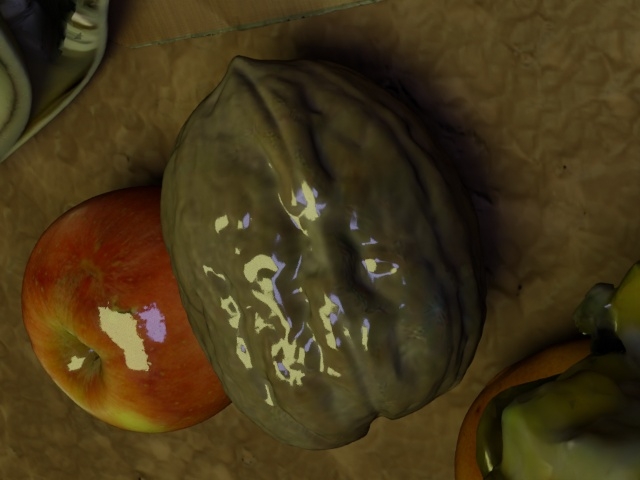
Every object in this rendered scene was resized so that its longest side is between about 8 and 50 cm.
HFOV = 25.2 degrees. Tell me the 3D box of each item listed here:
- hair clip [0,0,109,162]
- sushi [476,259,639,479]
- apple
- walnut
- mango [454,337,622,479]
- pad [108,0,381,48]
[{"bbox_3d":[-0.214,-0.156,0.897,0.172,0.113,0.282,55,152,-3],"label":"hair clip"},{"bbox_3d":[0.237,0.167,0.666,0.285,0.328,0.328,-14,124,34],"label":"sushi"},{"bbox_3d":[-0.108,0.043,0.930,0.163,0.139,0.163,29,139,29],"label":"apple"},{"bbox_3d":[0.000,0.000,0.816,0.178,0.178,0.230,-19,97,38],"label":"walnut"},{"bbox_3d":[0.146,0.114,0.847,0.159,0.084,0.105,-44,77,17],"label":"mango"},{"bbox_3d":[-0.074,-0.256,0.803,0.284,0.018,0.286,-5,114,34],"label":"pad"}]
